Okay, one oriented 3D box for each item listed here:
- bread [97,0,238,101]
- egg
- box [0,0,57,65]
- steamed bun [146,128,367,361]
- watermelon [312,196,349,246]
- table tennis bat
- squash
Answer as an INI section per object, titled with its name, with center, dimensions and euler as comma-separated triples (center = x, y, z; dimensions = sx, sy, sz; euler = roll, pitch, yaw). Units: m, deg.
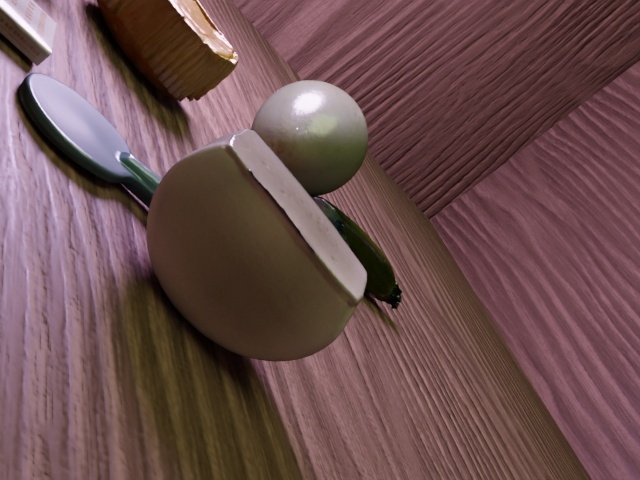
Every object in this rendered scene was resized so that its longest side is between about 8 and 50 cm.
[bread]
center = -0.254, -0.341, 1.376
dimensions = 0.250, 0.133, 0.179
euler = 51, 12, 2
[egg]
center = -0.027, -0.187, 1.587
dimensions = 0.218, 0.218, 0.295
euler = 52, 23, 1
[box]
center = -0.396, -0.304, 0.968
dimensions = 0.220, 0.032, 0.122
euler = 44, 14, -32
[steamed bun]
center = -0.078, 0.016, 0.902
dimensions = 0.241, 0.164, 0.146
euler = 52, 13, -6
[watermelon]
center = 0.004, 0.005, 1.502
dimensions = 0.180, 0.081, 0.094
euler = 64, -10, -22
[table tennis bat]
center = -0.239, -0.098, 0.957
dimensions = 0.237, 0.038, 0.149
euler = 42, 13, -23
[squash]
center = 0.066, 0.025, 1.631
dimensions = 0.331, 0.087, 0.087
euler = 46, 13, -31
